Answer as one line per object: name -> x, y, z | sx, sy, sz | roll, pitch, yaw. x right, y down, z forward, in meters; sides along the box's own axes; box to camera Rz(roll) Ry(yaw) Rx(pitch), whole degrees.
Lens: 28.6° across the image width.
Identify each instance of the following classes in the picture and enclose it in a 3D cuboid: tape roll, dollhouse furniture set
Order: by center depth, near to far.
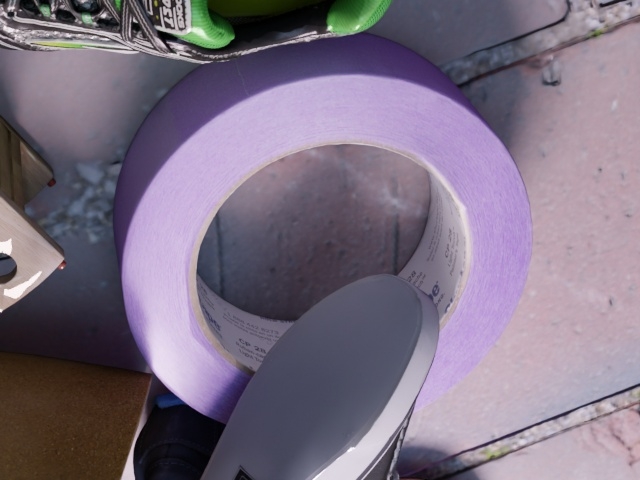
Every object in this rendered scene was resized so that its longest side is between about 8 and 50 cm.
dollhouse furniture set -> -0.268, -0.003, 0.762 | 0.184, 0.129, 0.129 | -37, 120, 6
tape roll -> 0.000, 0.000, 0.853 | 0.275, 0.090, 0.274 | -6, 120, -10

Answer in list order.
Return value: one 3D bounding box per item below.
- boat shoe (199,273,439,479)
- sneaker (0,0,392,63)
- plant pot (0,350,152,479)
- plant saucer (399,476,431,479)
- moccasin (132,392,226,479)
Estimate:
boat shoe -> -0.004, 0.166, 0.821 | 0.105, 0.113, 0.306 | 27, 93, -43
sneaker -> -0.120, -0.166, 0.700 | 0.344, 0.146, 0.134 | -7, 120, -9
plant pot -> -0.266, 0.161, 0.819 | 0.254, 0.237, 0.237 | 19, 113, -6
plant saucer -> 0.055, 0.258, 1.043 | 0.169, 0.029, 0.168 | -6, 119, -11
moccasin -> -0.079, 0.276, 0.957 | 0.138, 0.117, 0.342 | -14, 117, 15
